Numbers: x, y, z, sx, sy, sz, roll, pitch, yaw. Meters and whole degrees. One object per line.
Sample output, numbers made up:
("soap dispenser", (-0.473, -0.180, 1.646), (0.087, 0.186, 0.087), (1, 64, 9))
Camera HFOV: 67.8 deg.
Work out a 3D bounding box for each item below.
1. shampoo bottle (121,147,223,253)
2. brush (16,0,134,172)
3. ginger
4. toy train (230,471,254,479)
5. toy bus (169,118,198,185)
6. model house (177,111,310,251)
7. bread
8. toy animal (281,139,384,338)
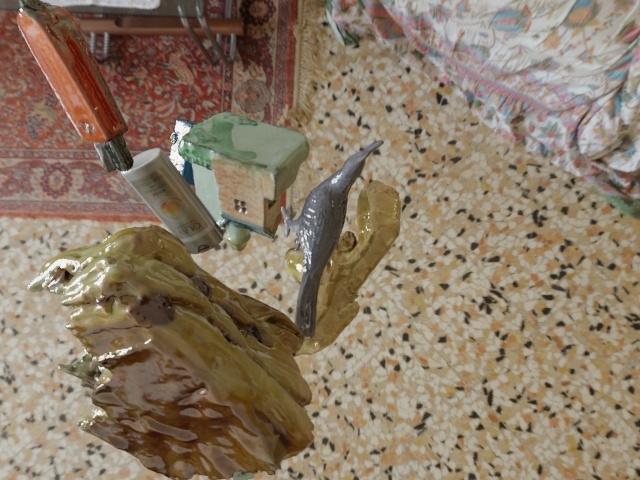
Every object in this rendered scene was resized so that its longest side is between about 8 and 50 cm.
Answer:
("shampoo bottle", (-0.279, -0.069, 0.921), (0.086, 0.227, 0.056), (-21, 41, 9))
("brush", (-0.349, -0.241, 0.670), (0.070, 0.323, 0.051), (10, 44, 29))
("ginger", (0.056, 0.068, 1.077), (0.363, 0.122, 0.348), (-31, 42, 21))
("toy train", (-0.184, 0.512, 1.082), (0.052, 0.234, 0.051), (-3, 67, -15))
("toy bus", (-0.384, -0.257, 1.404), (0.106, 0.090, 0.185), (20, 101, 39))
("model house", (-0.186, -0.117, 1.192), (0.267, 0.325, 0.194), (21, 42, 16))
("bread", (-0.192, 0.144, 0.617), (0.314, 0.191, 0.370), (-20, 123, 31))
("toy animal", (-0.012, -0.020, 0.898), (0.081, 0.206, 0.367), (23, 85, -31))
